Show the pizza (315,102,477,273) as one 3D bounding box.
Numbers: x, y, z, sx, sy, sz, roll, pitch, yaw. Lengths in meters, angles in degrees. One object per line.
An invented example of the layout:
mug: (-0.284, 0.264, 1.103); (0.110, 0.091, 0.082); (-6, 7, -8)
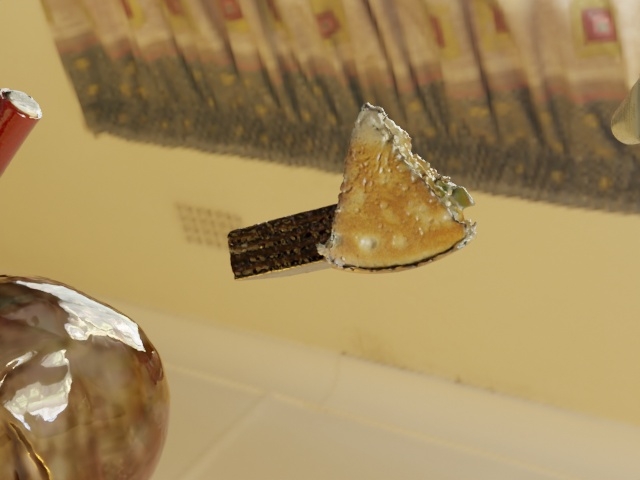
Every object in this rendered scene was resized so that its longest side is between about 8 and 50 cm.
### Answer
pizza: (0.073, -0.060, 1.412); (0.185, 0.195, 0.052); (-11, -166, 11)

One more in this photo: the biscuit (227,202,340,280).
biscuit: (0.000, 0.000, 1.632); (0.252, 0.070, 0.106); (-13, 174, 41)

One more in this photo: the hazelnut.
hazelnut: (-0.338, 0.181, 1.328); (0.372, 0.372, 0.315); (-23, -105, -15)

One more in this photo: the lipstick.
lipstick: (-0.533, -0.130, 2.030); (0.241, 0.080, 0.080); (-52, -156, 20)

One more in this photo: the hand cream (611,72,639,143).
hand cream: (0.433, -0.167, 1.751); (0.058, 0.091, 0.271); (2, 180, 10)
